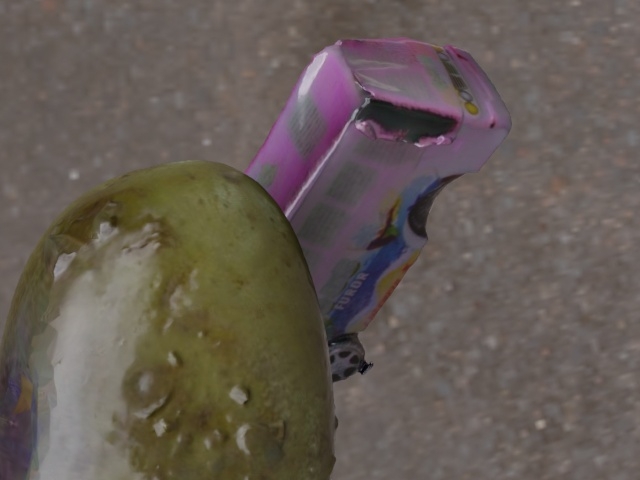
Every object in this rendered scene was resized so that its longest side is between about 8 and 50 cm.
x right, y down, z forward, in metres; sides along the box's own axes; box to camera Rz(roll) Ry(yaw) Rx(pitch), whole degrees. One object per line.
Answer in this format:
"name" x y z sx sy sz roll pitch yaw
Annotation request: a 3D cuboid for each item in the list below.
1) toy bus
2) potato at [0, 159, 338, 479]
"toy bus" 0.000 -0.001 1.217 0.274 0.112 0.090 -57 40 27
"potato" -0.092 0.108 1.074 0.210 0.173 0.307 10 94 52
